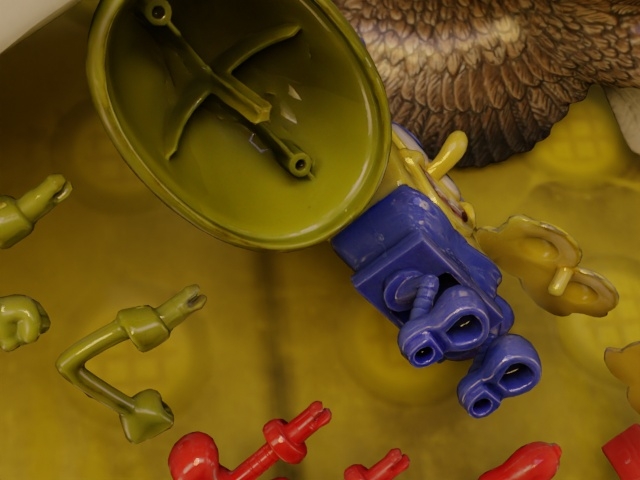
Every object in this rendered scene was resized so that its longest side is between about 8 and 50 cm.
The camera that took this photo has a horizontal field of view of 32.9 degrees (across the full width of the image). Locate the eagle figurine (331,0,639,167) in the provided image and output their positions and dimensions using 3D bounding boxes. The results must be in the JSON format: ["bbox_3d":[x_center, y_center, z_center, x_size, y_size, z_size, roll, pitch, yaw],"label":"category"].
[{"bbox_3d":[0.095,-0.149,0.610,0.298,0.225,0.226,-11,106,-28],"label":"eagle figurine"}]

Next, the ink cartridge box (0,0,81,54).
[{"bbox_3d":[-0.152,-0.108,0.450,0.330,0.324,0.071,-29,110,7],"label":"ink cartridge box"}]

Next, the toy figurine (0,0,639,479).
[{"bbox_3d":[0.000,0.000,0.527,0.191,0.362,0.217,-42,31,13],"label":"toy figurine"}]
